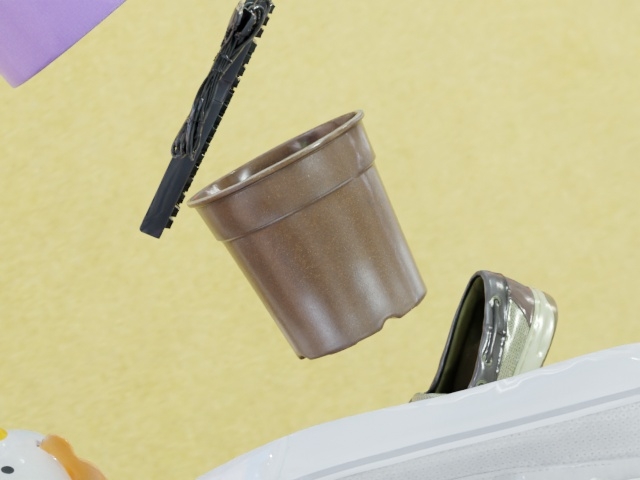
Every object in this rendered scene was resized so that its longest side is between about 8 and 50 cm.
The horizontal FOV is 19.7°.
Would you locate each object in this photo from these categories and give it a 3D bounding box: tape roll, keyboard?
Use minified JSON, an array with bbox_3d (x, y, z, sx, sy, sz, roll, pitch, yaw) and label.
[{"bbox_3d":[-0.184,-0.250,1.554,0.090,0.275,0.275,49,53,-12],"label":"tape roll"},{"bbox_3d":[-0.097,-0.147,1.796,0.033,0.201,0.317,25,98,0],"label":"keyboard"}]

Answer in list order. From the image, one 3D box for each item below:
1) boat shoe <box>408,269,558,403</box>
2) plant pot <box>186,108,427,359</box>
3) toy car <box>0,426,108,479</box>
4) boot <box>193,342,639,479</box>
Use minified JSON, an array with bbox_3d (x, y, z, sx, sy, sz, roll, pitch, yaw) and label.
[{"bbox_3d":[0.065,0.086,0.892,0.049,0.056,0.152,28,72,-20],"label":"boat shoe"},{"bbox_3d":[0.000,0.000,1.547,0.167,0.167,0.165,-35,100,-39],"label":"plant pot"},{"bbox_3d":[-0.293,0.201,1.558,0.219,0.238,0.210,-76,151,-65],"label":"toy car"},{"bbox_3d":[0.054,0.138,0.804,0.095,0.258,0.123,49,25,-65],"label":"boot"}]
